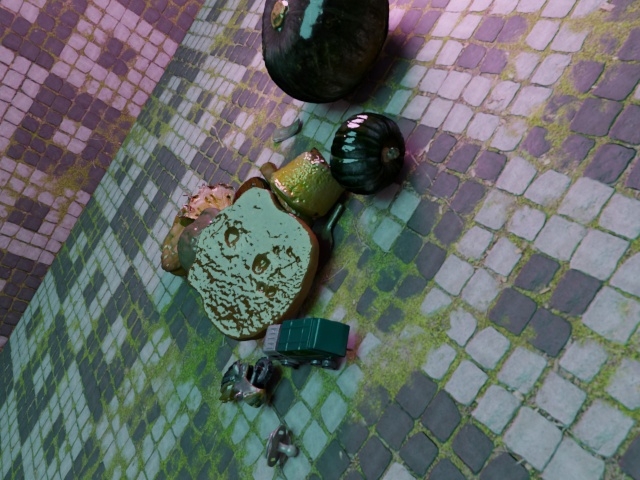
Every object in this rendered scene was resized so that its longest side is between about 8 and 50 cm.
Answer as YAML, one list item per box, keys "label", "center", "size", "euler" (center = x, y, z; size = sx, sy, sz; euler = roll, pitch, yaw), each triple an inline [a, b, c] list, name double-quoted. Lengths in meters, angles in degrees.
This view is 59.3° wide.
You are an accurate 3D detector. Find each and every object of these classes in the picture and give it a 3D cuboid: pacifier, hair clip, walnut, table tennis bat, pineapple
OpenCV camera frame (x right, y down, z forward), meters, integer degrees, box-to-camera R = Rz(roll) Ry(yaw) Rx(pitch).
- label: "pacifier"
  center: [-0.093, 0.496, 1.345]
  size: [0.078, 0.081, 0.099]
  euler: [12, 75, 22]
- label: "hair clip"
  center: [-0.115, -0.381, 1.947]
  size: [0.137, 0.022, 0.054]
  euler: [-16, 57, 43]
- label: "walnut"
  center: [-0.321, 0.020, 1.760]
  size: [0.248, 0.248, 0.248]
  euler: [-27, 49, 36]
- label: "table tennis bat"
  center: [0.000, 0.000, 1.582]
  size: [0.131, 0.022, 0.234]
  euler: [34, 96, 53]
- label: "pineapple"
  center: [-0.375, -0.097, 1.920]
  size: [0.236, 0.186, 0.114]
  euler: [-41, -3, -37]

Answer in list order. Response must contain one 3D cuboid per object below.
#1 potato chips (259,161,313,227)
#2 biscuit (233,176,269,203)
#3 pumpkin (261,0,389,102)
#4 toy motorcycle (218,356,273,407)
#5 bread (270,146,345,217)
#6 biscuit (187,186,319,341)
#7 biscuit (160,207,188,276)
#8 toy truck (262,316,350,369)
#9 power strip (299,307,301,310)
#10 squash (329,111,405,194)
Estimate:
- label: "potato chips"
  center: [-0.120, -0.161, 1.774]
  size: [0.057, 0.080, 0.407]
  euler: [-43, 41, 7]
- label: "biscuit"
  center: [-0.247, -0.123, 1.925]
  size: [0.212, 0.036, 0.212]
  euler: [-30, 46, 37]
- label: "pumpkin"
  center: [0.016, -0.636, 1.697]
  size: [0.454, 0.344, 0.454]
  euler: [-22, 63, 54]
- label: "toy motorcycle"
  center: [-0.208, 0.394, 1.514]
  size: [0.229, 0.094, 0.129]
  euler: [-29, 50, 42]
- label: "bread"
  center: [-0.033, -0.160, 1.577]
  size: [0.170, 0.197, 0.197]
  euler: [-47, 39, 8]
- label: "biscuit"
  center: [-0.187, 0.071, 1.548]
  size: [0.385, 0.062, 0.365]
  euler: [-48, 68, 10]
- label: "biscuit"
  center: [-0.471, -0.005, 2.056]
  size: [0.296, 0.102, 0.296]
  euler: [-30, 45, 35]
- label: "toy truck"
  center: [-0.034, 0.250, 1.385]
  size: [0.253, 0.124, 0.114]
  euler: [-13, 56, 42]
- label: "power strip"
  center: [-0.079, 0.108, 1.570]
  size: [0.137, 0.044, 0.216]
  euler: [-34, 50, 34]
- label: "squash"
  center: [0.119, -0.219, 1.430]
  size: [0.172, 0.218, 0.218]
  euler: [27, 89, 20]
